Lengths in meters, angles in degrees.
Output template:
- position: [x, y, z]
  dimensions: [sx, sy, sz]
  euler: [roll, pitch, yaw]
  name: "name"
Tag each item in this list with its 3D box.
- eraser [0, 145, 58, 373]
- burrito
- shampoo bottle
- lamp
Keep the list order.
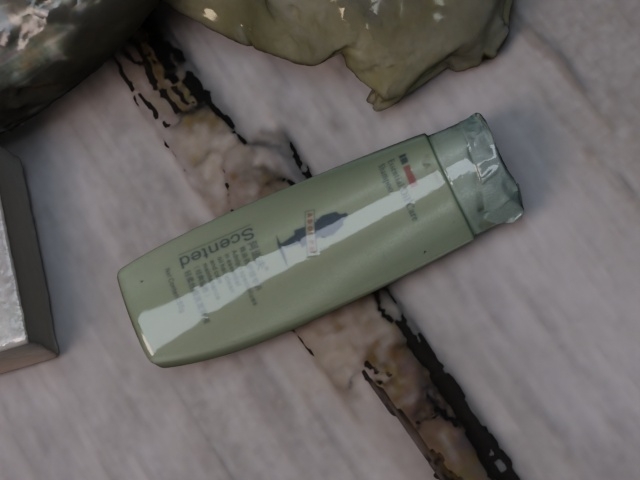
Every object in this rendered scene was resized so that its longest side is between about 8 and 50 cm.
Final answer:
- position: [-0.259, 0.032, 0.964]
  dimensions: [0.210, 0.068, 0.124]
  euler: [-16, 73, 7]
  name: "eraser"
- position: [-0.034, -0.217, 0.952]
  dimensions: [0.332, 0.135, 0.190]
  euler: [30, 76, 15]
  name: "burrito"
- position: [0.000, 0.000, 0.924]
  dimensions: [0.212, 0.049, 0.072]
  euler: [-26, 67, 4]
  name: "shampoo bottle"
- position: [-0.192, -0.105, 0.964]
  dimensions: [0.250, 0.101, 0.101]
  euler: [-24, 71, 20]
  name: "lamp"
